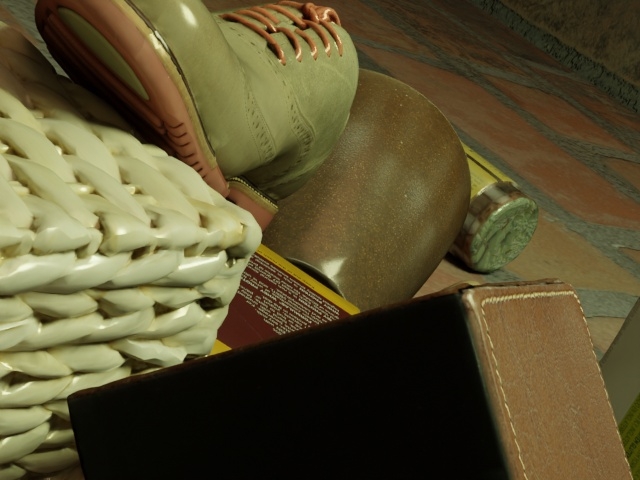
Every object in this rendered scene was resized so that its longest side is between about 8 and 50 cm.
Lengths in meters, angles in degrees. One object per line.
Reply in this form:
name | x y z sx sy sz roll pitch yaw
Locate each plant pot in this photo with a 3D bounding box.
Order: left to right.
plant pot | 0.000 0.000 1.077 0.215 0.215 0.230 27 33 0

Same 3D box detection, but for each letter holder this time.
letter holder | 0.054 0.178 0.503 0.214 0.152 0.302 0 74 -68

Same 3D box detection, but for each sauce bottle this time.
sauce bottle | 0.111 -0.094 1.562 0.111 0.111 0.344 8 28 -44

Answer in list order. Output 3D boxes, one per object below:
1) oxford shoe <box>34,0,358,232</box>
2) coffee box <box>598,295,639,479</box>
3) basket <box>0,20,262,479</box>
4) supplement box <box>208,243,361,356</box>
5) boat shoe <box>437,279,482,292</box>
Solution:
oxford shoe | -0.051 -0.094 0.697 0.123 0.130 0.348 47 -1 6
coffee box | 0.405 0.177 0.912 0.337 0.338 0.334 8 27 -42
basket | -0.262 0.026 0.537 0.331 0.266 0.328 37 22 31
supplement box | -0.089 0.077 0.793 0.191 0.129 0.194 34 18 -10
boat shoe | 0.133 0.181 0.709 0.341 0.110 0.122 56 12 -10
